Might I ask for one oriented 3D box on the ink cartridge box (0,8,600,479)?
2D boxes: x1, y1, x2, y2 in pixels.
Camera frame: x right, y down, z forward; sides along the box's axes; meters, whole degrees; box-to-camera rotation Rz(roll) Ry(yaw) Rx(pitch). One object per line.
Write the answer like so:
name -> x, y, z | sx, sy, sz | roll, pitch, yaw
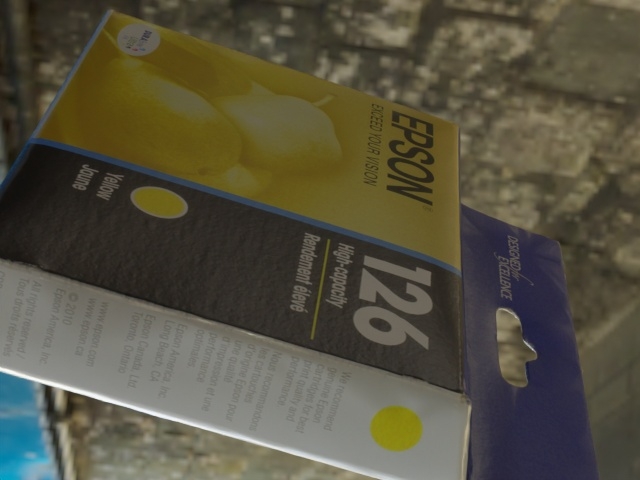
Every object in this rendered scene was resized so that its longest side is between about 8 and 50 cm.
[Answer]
ink cartridge box -> 0.000, 0.000, 0.748 | 0.304, 0.307, 0.072 | -82, 8, -63
